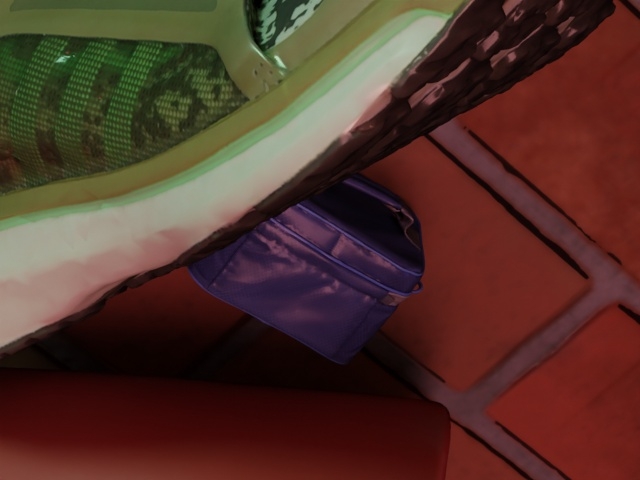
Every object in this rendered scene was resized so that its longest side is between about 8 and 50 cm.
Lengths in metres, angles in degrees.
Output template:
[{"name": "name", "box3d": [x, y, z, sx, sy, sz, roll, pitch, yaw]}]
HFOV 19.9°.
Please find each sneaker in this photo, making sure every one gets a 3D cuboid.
[{"name": "sneaker", "box3d": [-0.058, -0.087, 0.626, 0.410, 0.158, 0.182, -27, 93, 37]}]

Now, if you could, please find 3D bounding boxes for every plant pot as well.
[{"name": "plant pot", "box3d": [-0.092, 0.173, 0.778, 0.243, 0.275, 0.275, 12, 120, 1]}]

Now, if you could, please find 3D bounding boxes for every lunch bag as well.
[{"name": "lunch bag", "box3d": [0.000, 0.000, 0.775, 0.098, 0.067, 0.065, 29, 116, -17]}]
